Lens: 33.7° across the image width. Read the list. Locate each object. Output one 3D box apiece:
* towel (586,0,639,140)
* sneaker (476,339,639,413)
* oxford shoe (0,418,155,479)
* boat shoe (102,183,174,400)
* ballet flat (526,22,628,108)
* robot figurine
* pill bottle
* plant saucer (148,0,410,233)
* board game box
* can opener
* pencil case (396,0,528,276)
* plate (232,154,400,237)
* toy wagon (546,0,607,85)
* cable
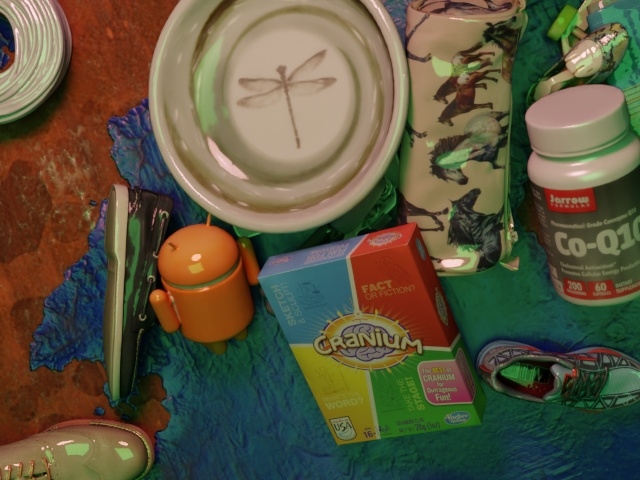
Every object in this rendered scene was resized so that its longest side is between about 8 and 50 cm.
[{"bbox_3d":[0.559,-0.205,1.502,0.271,0.040,0.370,-19,94,7],"label":"towel"},{"bbox_3d":[0.366,0.216,1.583,0.262,0.125,0.104,3,96,6],"label":"sneaker"},{"bbox_3d":[-0.462,0.379,1.674,0.397,0.146,0.140,-13,93,7],"label":"oxford shoe"},{"bbox_3d":[-0.278,0.083,1.647,0.113,0.127,0.340,1,93,-21],"label":"boat shoe"},{"bbox_3d":[0.360,-0.238,1.504,0.070,0.070,0.188,42,139,1],"label":"ballet flat"},{"bbox_3d":[-0.171,0.066,1.602,0.158,0.128,0.219,-10,125,3],"label":"robot figurine"},{"bbox_3d":[0.383,-0.063,1.493,0.161,0.161,0.283,-15,116,7],"label":"pill bottle"},{"bbox_3d":[-0.053,-0.211,1.535,0.400,0.100,0.400,2,95,21],"label":"plant saucer"},{"bbox_3d":[0.079,0.146,1.555,0.242,0.064,0.316,-14,114,25],"label":"board game box"},{"bbox_3d":[0.000,0.000,1.592,0.283,0.076,0.095,-44,133,18],"label":"can opener"},{"bbox_3d":[0.204,-0.154,1.505,0.184,0.160,0.410,2,111,5],"label":"pencil case"},{"bbox_3d":[-0.041,-0.174,1.632,0.277,0.045,0.278,-19,93,8],"label":"plate"},{"bbox_3d":[0.513,-0.335,1.548,0.267,0.068,0.344,34,97,2],"label":"toy wagon"},{"bbox_3d":[-0.518,-0.307,1.650,0.257,0.089,0.257,34,97,1],"label":"cable"}]
